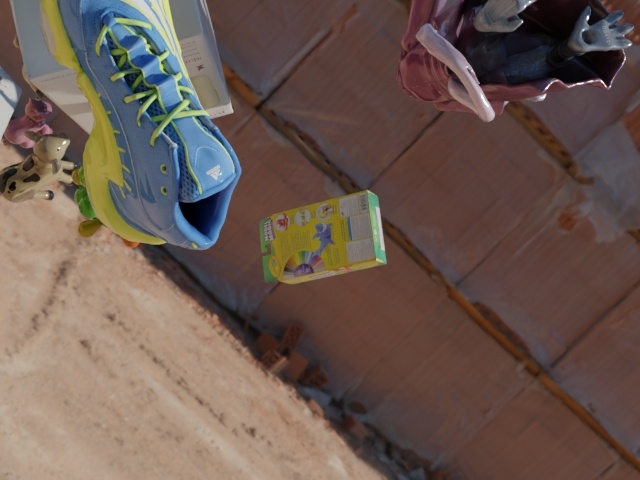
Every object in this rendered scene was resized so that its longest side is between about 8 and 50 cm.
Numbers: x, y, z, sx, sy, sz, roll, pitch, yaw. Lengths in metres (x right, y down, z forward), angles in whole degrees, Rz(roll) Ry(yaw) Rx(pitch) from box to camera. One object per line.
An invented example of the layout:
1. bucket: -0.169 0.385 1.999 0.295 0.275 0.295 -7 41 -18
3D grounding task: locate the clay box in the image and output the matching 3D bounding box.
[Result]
1. clay box: 0.000 0.000 1.332 0.053 0.222 0.127 22 59 -60

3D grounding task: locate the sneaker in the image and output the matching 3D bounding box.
1. sneaker: -0.103 -0.096 0.494 0.126 0.091 0.240 24 -46 32

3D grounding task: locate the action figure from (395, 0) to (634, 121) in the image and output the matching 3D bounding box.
1. action figure: 0.192 -0.215 0.953 0.248 0.276 0.370 50 -17 -17

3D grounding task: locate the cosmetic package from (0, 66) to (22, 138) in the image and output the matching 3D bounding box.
1. cosmetic package: -0.418 -0.213 0.599 0.377 0.097 0.284 52 3 -28

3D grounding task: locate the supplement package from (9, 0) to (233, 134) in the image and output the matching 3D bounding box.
1. supplement package: -0.241 -0.267 0.943 0.262 0.200 0.197 84 -9 -81

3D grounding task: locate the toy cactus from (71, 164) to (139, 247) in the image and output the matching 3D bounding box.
1. toy cactus: -0.211 -0.089 0.875 0.112 0.180 0.219 38 -31 -15

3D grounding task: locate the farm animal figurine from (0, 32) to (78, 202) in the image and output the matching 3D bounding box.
1. farm animal figurine: -0.397 -0.216 1.215 0.327 0.330 0.172 6 -2 12
